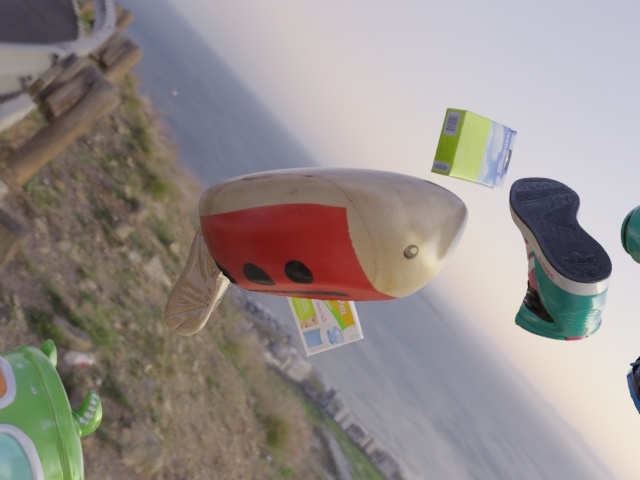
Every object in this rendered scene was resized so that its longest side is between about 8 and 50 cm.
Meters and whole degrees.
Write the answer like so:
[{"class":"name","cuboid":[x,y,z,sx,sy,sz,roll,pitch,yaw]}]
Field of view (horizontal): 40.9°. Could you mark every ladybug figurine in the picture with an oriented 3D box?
[{"class":"ladybug figurine","cuboid":[0.000,0.000,1.268,0.449,0.162,0.305,-1,-14,39]}]

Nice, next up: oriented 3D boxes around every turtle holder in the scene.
[{"class":"turtle holder","cuboid":[-0.431,0.300,1.135,0.227,0.320,0.243,-13,48,-36]}]

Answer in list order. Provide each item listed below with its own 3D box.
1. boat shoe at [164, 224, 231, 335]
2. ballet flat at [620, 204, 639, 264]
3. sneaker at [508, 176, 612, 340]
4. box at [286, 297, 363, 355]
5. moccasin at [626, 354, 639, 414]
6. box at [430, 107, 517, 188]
[{"class":"boat shoe","cuboid":[-0.194,0.039,1.555,0.103,0.285,0.092,26,-7,-6]},{"class":"ballet flat","cuboid":[0.377,-0.043,0.759,0.087,0.247,0.083,22,-42,56]},{"class":"sneaker","cuboid":[0.338,0.043,1.248,0.295,0.124,0.178,-91,-179,-57]},{"class":"box","cuboid":[-0.006,0.089,1.567,0.103,0.114,0.203,-102,173,-74]},{"class":"moccasin","cuboid":[0.400,0.173,0.799,0.137,0.117,0.342,25,15,-10]},{"class":"box","cuboid":[0.256,-0.149,1.414,0.042,0.109,0.178,18,7,39]}]
